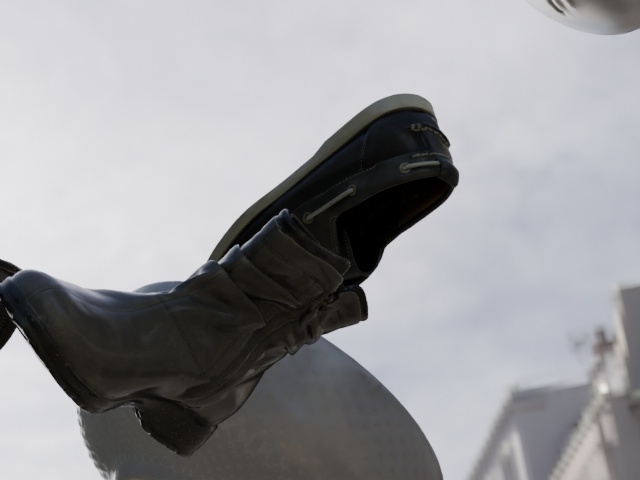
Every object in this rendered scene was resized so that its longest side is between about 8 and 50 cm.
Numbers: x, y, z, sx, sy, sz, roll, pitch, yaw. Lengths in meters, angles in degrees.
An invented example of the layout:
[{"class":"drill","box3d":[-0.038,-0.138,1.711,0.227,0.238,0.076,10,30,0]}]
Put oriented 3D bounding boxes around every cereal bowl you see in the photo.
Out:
[{"class":"cereal bowl","box3d":[-0.072,0.196,1.650,0.339,0.141,0.339,25,-33,18]}]

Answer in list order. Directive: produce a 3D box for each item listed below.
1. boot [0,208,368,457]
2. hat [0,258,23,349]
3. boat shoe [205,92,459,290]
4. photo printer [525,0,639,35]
[{"class":"boot","box3d":[-0.074,0.032,1.144,0.161,0.083,0.246,-39,-28,6]},{"class":"hat","box3d":[-0.334,0.080,1.166,0.331,0.134,0.331,-3,-24,-1]},{"class":"boat shoe","box3d":[0.000,0.000,1.338,0.233,0.079,0.084,-42,-33,25]},{"class":"photo printer","box3d":[0.161,-0.274,1.130,0.107,0.307,0.256,-9,8,-11]}]
